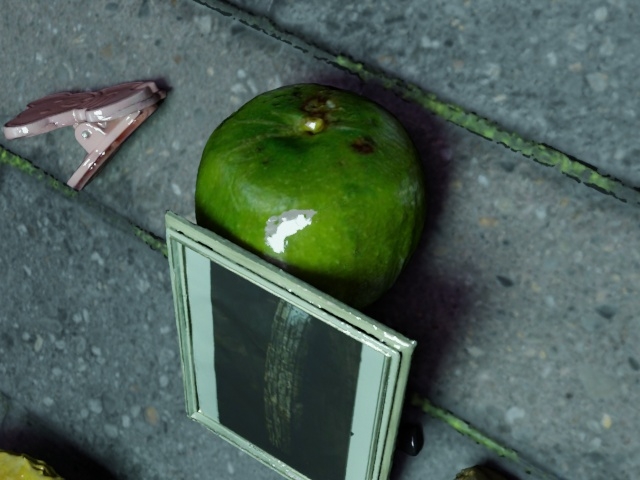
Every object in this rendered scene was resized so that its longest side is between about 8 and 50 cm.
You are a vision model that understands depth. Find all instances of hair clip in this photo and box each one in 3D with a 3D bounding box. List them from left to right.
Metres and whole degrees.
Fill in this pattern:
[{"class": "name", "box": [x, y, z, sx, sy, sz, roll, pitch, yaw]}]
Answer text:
[{"class": "hair clip", "box": [-0.235, -0.130, 1.001, 0.102, 0.123, 0.138, 43, 117, -12]}]

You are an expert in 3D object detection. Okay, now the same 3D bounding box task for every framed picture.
[{"class": "framed picture", "box": [-0.036, 0.124, 0.852, 0.231, 0.018, 0.293, 27, 142, 20]}]

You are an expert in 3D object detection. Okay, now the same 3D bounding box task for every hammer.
[{"class": "hammer", "box": [0.001, 0.164, 0.938, 0.201, 0.021, 0.078, 16, 99, 26]}]

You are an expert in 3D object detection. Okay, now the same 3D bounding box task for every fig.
[{"class": "fig", "box": [0.000, 0.000, 0.882, 0.203, 0.203, 0.235, 14, 139, 25]}]

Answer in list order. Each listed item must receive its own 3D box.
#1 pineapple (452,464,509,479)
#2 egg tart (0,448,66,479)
[{"class": "pineapple", "box": [0.112, 0.269, 0.865, 0.074, 0.074, 0.159, 39, 114, 20]}, {"class": "egg tart", "box": [-0.307, 0.375, 1.021, 0.351, 0.153, 0.339, 44, 104, 15]}]
